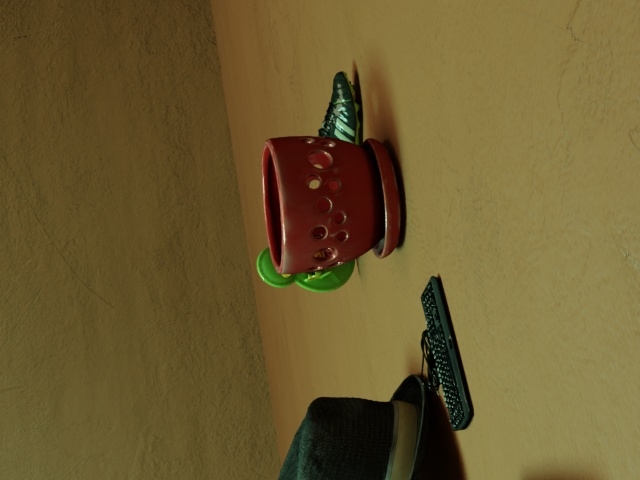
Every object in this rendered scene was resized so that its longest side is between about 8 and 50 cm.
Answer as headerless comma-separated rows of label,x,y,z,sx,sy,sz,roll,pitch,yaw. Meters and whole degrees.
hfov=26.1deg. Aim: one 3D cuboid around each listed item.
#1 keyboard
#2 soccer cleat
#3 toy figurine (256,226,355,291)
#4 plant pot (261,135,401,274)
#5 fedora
keyboard,0.143,0.148,1.712,0.100,0.038,0.192,99,162,-61
soccer cleat,0.024,-0.165,2.084,0.060,0.072,0.178,-121,26,-68
toy figurine,0.000,0.000,2.160,0.130,0.173,0.159,68,154,15
plant pot,0.014,-0.056,1.912,0.191,0.174,0.191,172,90,-81
fedora,0.030,0.314,1.847,0.334,0.153,0.334,-161,90,-84
